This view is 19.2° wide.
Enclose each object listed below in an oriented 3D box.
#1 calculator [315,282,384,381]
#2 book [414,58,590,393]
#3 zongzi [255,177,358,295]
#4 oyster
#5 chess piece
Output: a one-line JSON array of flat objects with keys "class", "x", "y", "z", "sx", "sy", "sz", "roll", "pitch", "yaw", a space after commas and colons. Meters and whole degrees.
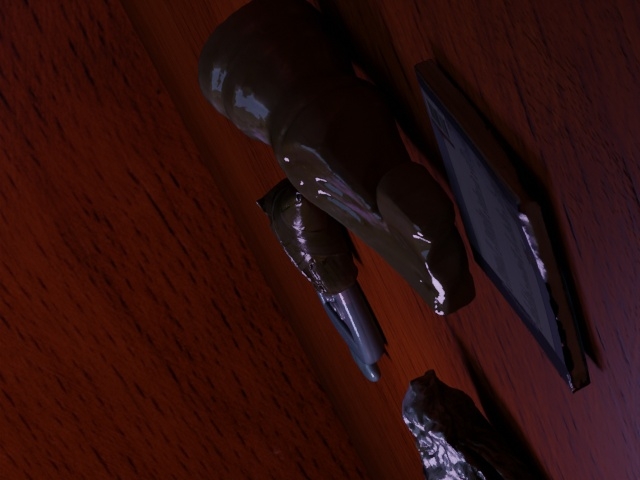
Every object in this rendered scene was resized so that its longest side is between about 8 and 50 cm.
[{"class": "calculator", "x": 0.025, "y": 0.071, "z": 2.601, "sx": 0.184, "sy": 0.042, "sz": 0.295, "roll": 51, "pitch": 167, "yaw": 55}, {"class": "book", "x": 0.135, "y": -0.009, "z": 1.363, "sx": 0.157, "sy": 0.026, "sz": 0.231, "roll": 58, "pitch": 174, "yaw": 40}, {"class": "zongzi", "x": 0.000, "y": 0.000, "z": 2.298, "sx": 0.160, "sy": 0.078, "sz": 0.176, "roll": 55, "pitch": 172, "yaw": -11}, {"class": "oyster", "x": 0.175, "y": 0.274, "z": 2.012, "sx": 0.268, "sy": 0.112, "sz": 0.198, "roll": 60, "pitch": 175, "yaw": 20}, {"class": "chess piece", "x": 0.027, "y": -0.068, "z": 1.556, "sx": 0.301, "sy": 0.137, "sz": 0.137, "roll": 50, "pitch": 170, "yaw": 31}]
